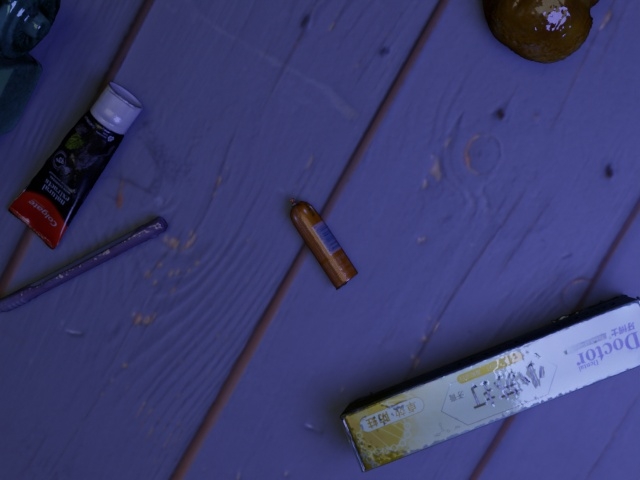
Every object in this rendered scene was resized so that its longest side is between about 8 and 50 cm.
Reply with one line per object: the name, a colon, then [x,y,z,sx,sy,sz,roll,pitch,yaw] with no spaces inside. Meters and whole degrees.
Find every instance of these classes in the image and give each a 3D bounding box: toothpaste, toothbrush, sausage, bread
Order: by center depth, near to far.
bread: [0.244,-0.345,0.791,0.124,0.084,0.344,15,94,7]
toothpaste: [0.177,0.143,0.824,0.312,0.089,0.071,-23,84,9]
sausage: [0.000,0.000,0.870,0.031,0.031,0.107,-33,87,8]
toothpaste: [-0.264,-0.081,0.898,0.071,0.045,0.193,42,103,4]
toothbrush: [-0.323,0.063,0.921,0.353,0.024,0.029,-27,95,9]

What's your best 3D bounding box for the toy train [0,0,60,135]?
toy train: [-0.389,-0.196,0.788,0.167,0.299,0.238,37,110,6]
